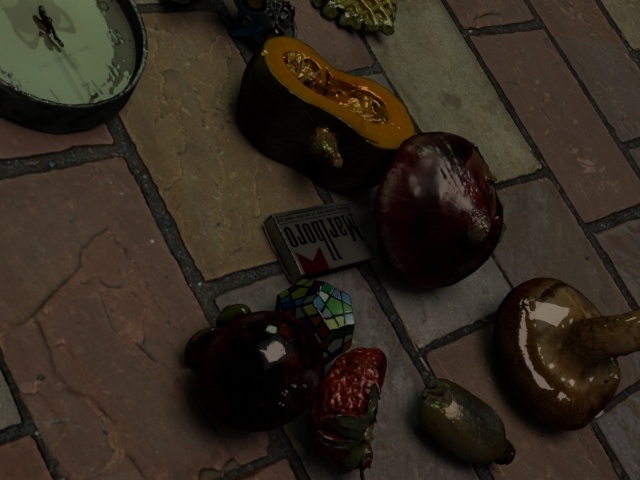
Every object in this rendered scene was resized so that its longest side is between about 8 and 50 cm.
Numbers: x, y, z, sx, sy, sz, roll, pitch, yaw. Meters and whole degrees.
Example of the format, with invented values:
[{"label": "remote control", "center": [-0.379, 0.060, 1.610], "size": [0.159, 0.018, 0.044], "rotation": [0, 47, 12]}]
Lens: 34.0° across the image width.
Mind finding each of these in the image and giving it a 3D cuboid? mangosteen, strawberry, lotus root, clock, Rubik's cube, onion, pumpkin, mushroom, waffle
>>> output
[{"label": "mangosteen", "center": [-0.092, 0.165, 1.436], "size": [0.200, 0.200, 0.200], "rotation": [21, 50, -27]}, {"label": "strawberry", "center": [0.042, 0.214, 1.515], "size": [0.098, 0.174, 0.228], "rotation": [9, 41, 4]}, {"label": "lotus root", "center": [0.233, 0.295, 1.657], "size": [0.192, 0.088, 0.113], "rotation": [37, 38, -14]}, {"label": "clock", "center": [-0.411, -0.316, 1.555], "size": [0.325, 0.067, 0.325], "rotation": [18, 56, -28]}, {"label": "Rubik's cube", "center": [-0.010, 0.121, 1.558], "size": [0.133, 0.133, 0.112], "rotation": [55, 16, 6]}, {"label": "onion", "center": [0.218, -0.048, 1.752], "size": [0.272, 0.195, 0.272], "rotation": [-12, 108, -41]}, {"label": "pumpkin", "center": [0.003, -0.200, 1.779], "size": [0.317, 0.139, 0.222], "rotation": [28, 44, -22]}, {"label": "mushroom", "center": [0.426, 0.171, 1.834], "size": [0.267, 0.254, 0.267], "rotation": [20, 26, -10]}, {"label": "waffle", "center": [0.063, -0.510, 2.109], "size": [0.208, 0.054, 0.214], "rotation": [18, 54, -25]}]

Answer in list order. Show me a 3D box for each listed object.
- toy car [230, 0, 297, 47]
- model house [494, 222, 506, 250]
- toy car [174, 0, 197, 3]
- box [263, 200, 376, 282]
[{"label": "toy car", "center": [-0.115, -0.413, 1.854], "size": [0.097, 0.100, 0.191], "rotation": [-76, 149, -41]}, {"label": "model house", "center": [0.296, -0.015, 1.957], "size": [0.079, 0.066, 0.083], "rotation": [45, 60, -20]}, {"label": "toy car", "center": [-0.208, -0.533, 1.849], "size": [0.125, 0.136, 0.306], "rotation": [28, 45, -41]}, {"label": "box", "center": [0.000, 0.000, 1.709], "size": [0.177, 0.036, 0.115], "rotation": [-12, 70, -44]}]
